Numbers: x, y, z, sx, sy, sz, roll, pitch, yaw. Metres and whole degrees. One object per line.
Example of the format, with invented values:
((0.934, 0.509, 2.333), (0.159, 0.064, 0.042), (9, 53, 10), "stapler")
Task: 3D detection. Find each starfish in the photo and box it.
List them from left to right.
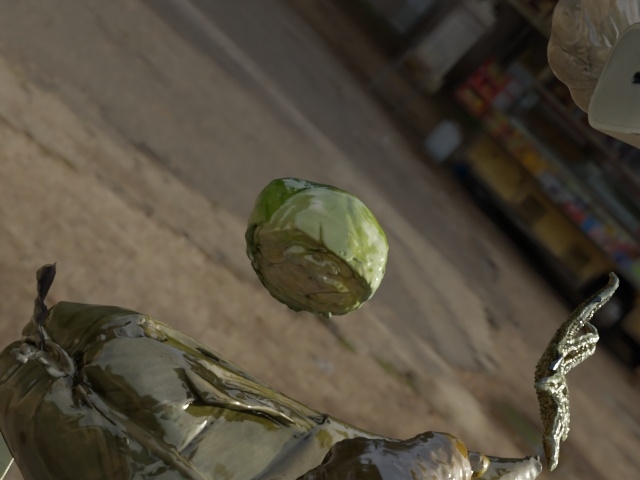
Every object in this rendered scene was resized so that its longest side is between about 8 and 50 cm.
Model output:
((0.232, 0.136, 1.634), (0.053, 0.176, 0.208), (15, 41, 21), "starfish")

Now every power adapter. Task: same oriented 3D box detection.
((0.428, -0.121, 1.764), (0.255, 0.124, 0.187), (21, 2, -17), "power adapter")

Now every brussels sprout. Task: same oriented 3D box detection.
((0.001, -0.002, 1.810), (0.149, 0.122, 0.151), (10, -31, 13), "brussels sprout")

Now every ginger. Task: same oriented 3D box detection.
((0.049, 0.217, 1.220), (0.166, 0.080, 0.333), (1, 21, 9), "ginger")

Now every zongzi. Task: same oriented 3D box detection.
((-0.053, 0.146, 1.595), (0.218, 0.467, 0.500), (14, -47, 55), "zongzi")

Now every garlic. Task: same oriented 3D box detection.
((0.394, -0.248, 2.177), (0.228, 0.228, 0.152), (40, 21, -28), "garlic")

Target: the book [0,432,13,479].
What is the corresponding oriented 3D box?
((-0.438, 0.214, 1.991), (0.192, 0.168, 0.013), (22, -35, 7), "book")
